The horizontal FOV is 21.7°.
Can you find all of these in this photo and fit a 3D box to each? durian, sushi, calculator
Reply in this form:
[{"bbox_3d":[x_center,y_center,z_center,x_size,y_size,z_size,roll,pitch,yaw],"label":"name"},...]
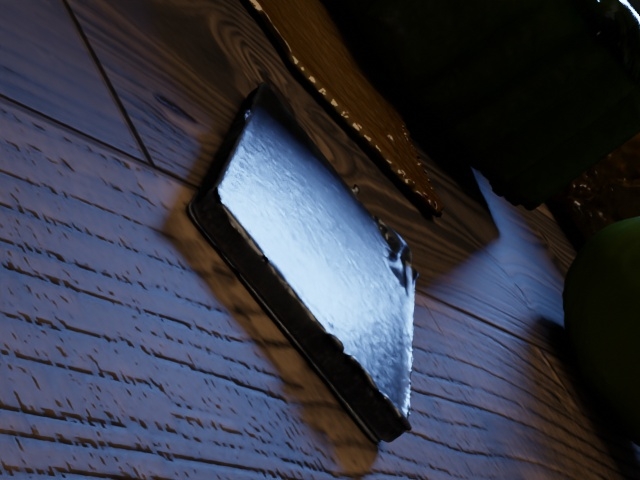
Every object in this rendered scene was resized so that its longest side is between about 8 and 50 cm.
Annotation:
[{"bbox_3d":[0.328,0.082,1.383,0.256,0.204,0.339,-8,19,-45],"label":"durian"},{"bbox_3d":[0.371,-0.082,1.888,0.348,0.234,0.207,52,13,13],"label":"sushi"},{"bbox_3d":[0.000,0.000,0.917,0.161,0.021,0.262,51,14,-10],"label":"calculator"}]

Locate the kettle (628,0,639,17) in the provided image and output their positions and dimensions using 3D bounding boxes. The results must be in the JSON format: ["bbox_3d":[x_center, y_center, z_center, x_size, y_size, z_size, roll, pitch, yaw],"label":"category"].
[{"bbox_3d":[0.247,-0.293,1.959,0.221,0.236,0.161,24,49,-83],"label":"kettle"}]

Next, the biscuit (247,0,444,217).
[{"bbox_3d":[0.006,-0.144,1.288,0.237,0.013,0.232,44,17,-32],"label":"biscuit"}]

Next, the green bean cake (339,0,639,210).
[{"bbox_3d":[0.142,-0.234,1.509,0.319,0.218,0.335,41,18,-49],"label":"green bean cake"}]
